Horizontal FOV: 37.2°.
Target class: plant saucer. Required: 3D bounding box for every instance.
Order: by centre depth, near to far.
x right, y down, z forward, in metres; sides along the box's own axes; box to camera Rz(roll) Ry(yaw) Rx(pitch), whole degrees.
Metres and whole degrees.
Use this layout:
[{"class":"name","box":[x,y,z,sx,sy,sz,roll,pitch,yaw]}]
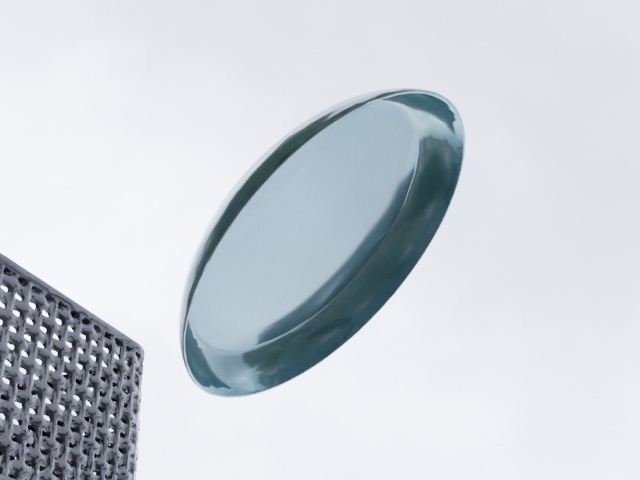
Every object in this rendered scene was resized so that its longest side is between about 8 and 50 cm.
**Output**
[{"class":"plant saucer","box":[0.000,0.000,0.810,0.317,0.317,0.044,-47,-118,-2]}]

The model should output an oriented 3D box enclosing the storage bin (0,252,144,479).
[{"class":"storage bin","box":[-0.160,0.063,0.360,0.122,0.180,0.084,-11,-119,18]}]
